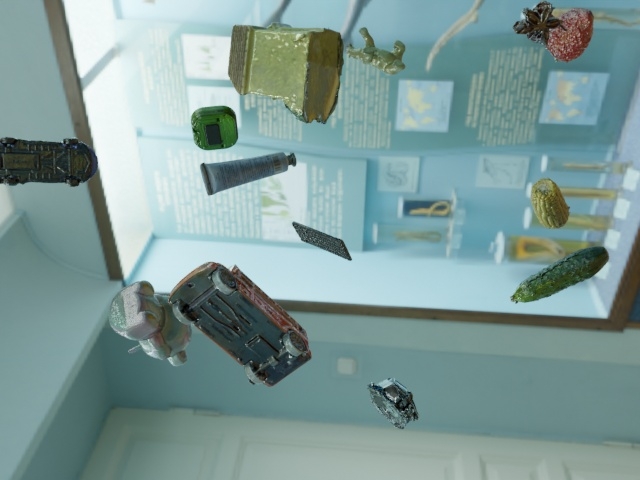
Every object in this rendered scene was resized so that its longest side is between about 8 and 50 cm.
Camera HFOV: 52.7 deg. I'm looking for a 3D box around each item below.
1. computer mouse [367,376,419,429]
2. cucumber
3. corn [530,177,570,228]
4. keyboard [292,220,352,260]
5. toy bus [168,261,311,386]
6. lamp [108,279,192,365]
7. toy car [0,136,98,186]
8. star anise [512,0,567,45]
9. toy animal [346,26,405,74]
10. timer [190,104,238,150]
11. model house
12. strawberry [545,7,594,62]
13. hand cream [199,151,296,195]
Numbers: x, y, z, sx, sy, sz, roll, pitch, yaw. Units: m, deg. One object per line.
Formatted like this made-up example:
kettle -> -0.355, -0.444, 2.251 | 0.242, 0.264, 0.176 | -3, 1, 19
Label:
computer mouse -> 0.197, 0.415, 1.693 | 0.146, 0.077, 0.241 | 51, 162, 1
cucumber -> 0.514, 0.078, 1.395 | 0.069, 0.227, 0.069 | 62, -175, -9
corn -> 0.777, -0.119, 2.199 | 0.318, 0.115, 0.115 | 33, -124, -55
keyboard -> 0.000, 0.000, 1.499 | 0.204, 0.013, 0.061 | 22, 147, 53
toy bus -> -0.173, 0.168, 1.425 | 0.329, 0.143, 0.153 | 44, -162, -23
lamp -> -0.558, 0.280, 2.101 | 0.301, 0.247, 0.247 | 45, -161, -57
toy car -> -0.580, -0.166, 1.359 | 0.063, 0.216, 0.103 | -149, 59, -75
star anise -> 0.548, -0.528, 1.576 | 0.097, 0.190, 0.070 | -57, 42, 28
toy animal -> 0.175, -0.586, 2.050 | 0.101, 0.218, 0.103 | 95, -160, -65
timer -> -0.296, -0.313, 1.815 | 0.140, 0.128, 0.047 | 91, 168, -48
model house -> -0.104, -0.470, 1.791 | 0.321, 0.266, 0.261 | -40, -40, -66
strawberry -> 0.689, -0.566, 1.765 | 0.148, 0.131, 0.131 | -33, 41, 44
hand cream -> -0.188, -0.190, 1.717 | 0.055, 0.256, 0.088 | -159, 55, -69
